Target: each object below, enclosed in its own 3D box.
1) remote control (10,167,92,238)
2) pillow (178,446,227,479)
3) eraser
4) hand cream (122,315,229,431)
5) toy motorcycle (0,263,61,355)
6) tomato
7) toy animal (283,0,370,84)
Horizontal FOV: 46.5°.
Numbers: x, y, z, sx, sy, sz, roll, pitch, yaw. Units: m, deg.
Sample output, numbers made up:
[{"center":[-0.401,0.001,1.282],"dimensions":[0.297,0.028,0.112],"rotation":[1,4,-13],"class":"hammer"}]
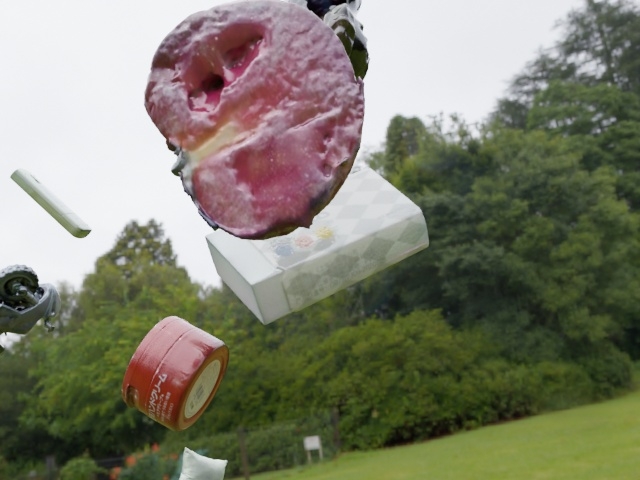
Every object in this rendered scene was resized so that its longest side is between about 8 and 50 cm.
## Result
[{"center":[-0.683,-0.093,1.895],"dimensions":[0.038,0.233,0.098],"rotation":[-46,0,0],"class":"remote control"},{"center":[-0.333,0.669,1.914],"dimensions":[0.144,0.254,0.078],"rotation":[34,-28,-31],"class":"pillow"},{"center":[0.000,-0.001,1.446],"dimensions":[0.396,0.213,0.082],"rotation":[-24,-44,-27],"class":"eraser"},{"center":[-0.270,0.252,1.406],"dimensions":[0.125,0.193,0.193],"rotation":[24,-7,15],"class":"hand cream"},{"center":[-0.624,0.161,1.489],"dimensions":[0.159,0.106,0.270],"rotation":[20,-66,-50],"class":"toy motorcycle"},{"center":[-0.077,-0.166,1.075],"dimensions":[0.289,0.335,0.176],"rotation":[-31,-6,1],"class":"tomato"},{"center":[0.014,-0.419,1.307],"dimensions":[0.194,0.345,0.302],"rotation":[1,-8,-10],"class":"toy animal"}]
